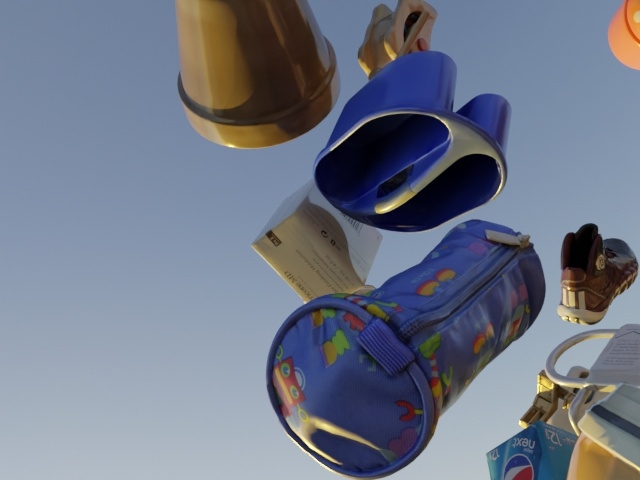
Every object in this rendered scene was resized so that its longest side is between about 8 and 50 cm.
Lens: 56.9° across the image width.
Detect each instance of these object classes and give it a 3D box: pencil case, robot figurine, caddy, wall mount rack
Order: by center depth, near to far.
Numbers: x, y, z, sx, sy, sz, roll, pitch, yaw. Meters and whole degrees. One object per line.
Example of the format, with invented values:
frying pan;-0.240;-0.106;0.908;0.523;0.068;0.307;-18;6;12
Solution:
pencil case;0.093;0.064;0.478;0.306;0.119;0.133;-20;-32;-53
wall mount rack;0.477;0.155;0.726;0.304;0.130;0.350;-39;13;-29
robot figurine;0.515;-0.336;0.892;0.128;0.158;0.219;-1;2;13
caddy;0.137;-0.125;0.925;0.241;0.179;0.341;30;-29;-17

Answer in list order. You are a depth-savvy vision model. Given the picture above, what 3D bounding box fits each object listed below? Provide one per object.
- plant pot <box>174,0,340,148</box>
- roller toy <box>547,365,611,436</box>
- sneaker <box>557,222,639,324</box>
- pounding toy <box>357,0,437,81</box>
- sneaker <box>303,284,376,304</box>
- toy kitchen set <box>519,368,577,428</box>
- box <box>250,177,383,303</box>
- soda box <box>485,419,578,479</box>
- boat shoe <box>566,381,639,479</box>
plant pot;-0.135;-0.381;1.086;0.323;0.323;0.280;-25;-36;-9
roller toy;0.565;0.377;1.279;0.191;0.146;0.209;-64;-27;1
sneaker;0.530;0.024;1.119;0.281;0.106;0.162;-39;-57;-42
pounding toy;0.175;-0.338;1.069;0.155;0.269;0.154;-14;-42;44
sneaker;0.067;0.194;1.797;0.229;0.092;0.087;-14;-15;-11
toy kitchen set;0.394;0.286;1.017;0.075;0.068;0.083;-34;-50;-30
box;0.000;0.000;1.080;0.119;0.182;0.181;-36;-76;32
soda box;0.255;0.235;0.524;0.210;0.067;0.071;25;-53;-18
boat shoe;0.327;0.254;0.270;0.156;0.500;0.187;-60;-5;-1
